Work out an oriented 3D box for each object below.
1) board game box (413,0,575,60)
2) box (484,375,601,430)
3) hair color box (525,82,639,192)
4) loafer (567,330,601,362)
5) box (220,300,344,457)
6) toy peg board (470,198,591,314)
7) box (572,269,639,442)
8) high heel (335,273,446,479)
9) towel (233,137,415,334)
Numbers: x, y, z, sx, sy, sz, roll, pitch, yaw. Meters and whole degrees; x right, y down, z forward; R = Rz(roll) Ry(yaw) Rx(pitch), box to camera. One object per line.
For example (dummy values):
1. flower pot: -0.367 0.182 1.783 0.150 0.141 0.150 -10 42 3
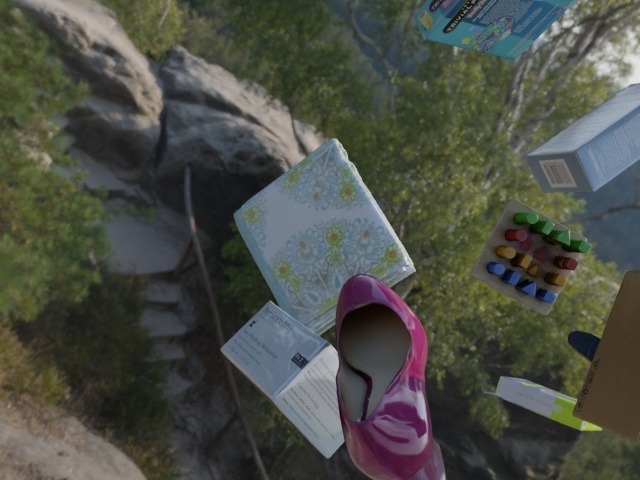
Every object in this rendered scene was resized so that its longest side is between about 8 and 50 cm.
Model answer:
1. board game box: 0.427 -0.564 1.526 0.336 0.254 0.079 -1 60 -36
2. box: 0.395 0.283 1.142 0.178 0.042 0.109 16 -2 43
3. hair color box: 0.708 -0.256 1.563 0.113 0.374 0.185 59 -14 -13
4. loafer: 0.637 0.265 1.461 0.170 0.062 0.061 34 -17 27
5. box: -0.036 0.220 1.042 0.181 0.119 0.182 26 -24 52
6. toy peg board: 0.383 0.030 1.155 0.161 0.160 0.079 29 -1 -3
7. box: 0.366 0.126 0.747 0.021 0.201 0.164 24 -5 1
8. high heel: 0.064 0.131 0.814 0.181 0.127 0.377 56 8 -37
9. towel: 0.000 0.000 1.512 0.374 0.321 0.090 60 15 15
